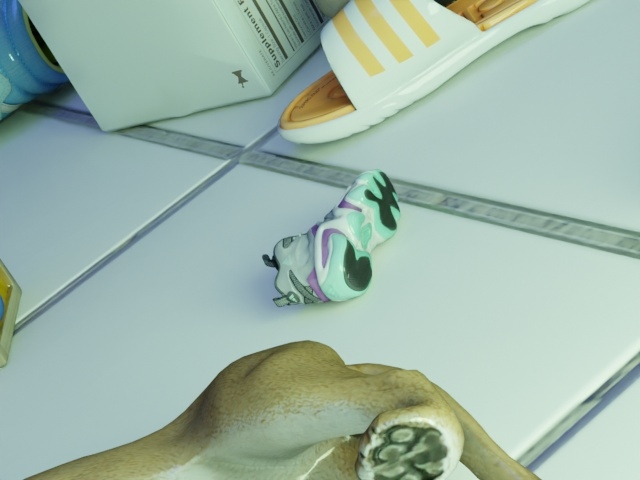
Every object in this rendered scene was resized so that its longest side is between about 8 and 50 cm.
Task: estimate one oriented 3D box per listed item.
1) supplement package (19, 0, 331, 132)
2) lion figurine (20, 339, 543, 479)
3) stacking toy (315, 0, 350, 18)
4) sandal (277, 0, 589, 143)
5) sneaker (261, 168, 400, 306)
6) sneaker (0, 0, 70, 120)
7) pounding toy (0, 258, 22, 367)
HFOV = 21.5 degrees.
[{"bbox_3d":[-0.084,-0.248,1.316,0.199,0.198,0.263,-7,32,44],"label":"supplement package"},{"bbox_3d":[-0.087,0.122,0.668,0.392,0.142,0.240,-15,15,2],"label":"lion figurine"},{"bbox_3d":[-0.016,-0.322,1.172,0.141,0.330,0.141,-30,-8,-4],"label":"stacking toy"},{"bbox_3d":[0.077,-0.155,1.074,0.265,0.076,0.102,-30,22,3],"label":"sandal"},{"bbox_3d":[0.000,0.000,0.897,0.069,0.038,0.098,-16,26,31],"label":"sneaker"},{"bbox_3d":[-0.306,-0.195,1.597,0.208,0.127,0.319,-31,31,6],"label":"sneaker"},{"bbox_3d":[-0.246,0.008,1.075,0.100,0.130,0.141,-28,22,7],"label":"pounding toy"}]
